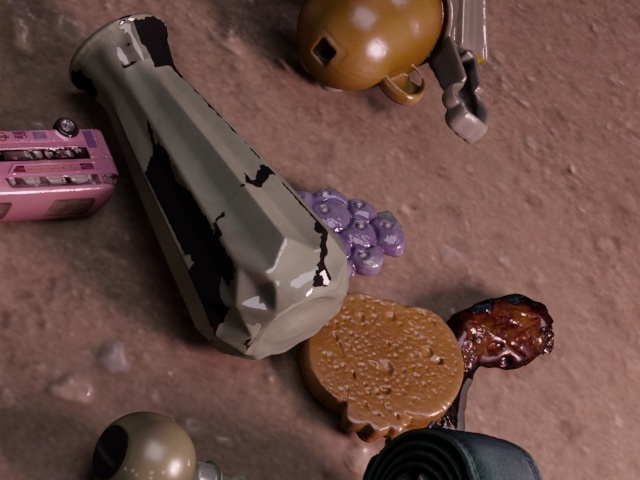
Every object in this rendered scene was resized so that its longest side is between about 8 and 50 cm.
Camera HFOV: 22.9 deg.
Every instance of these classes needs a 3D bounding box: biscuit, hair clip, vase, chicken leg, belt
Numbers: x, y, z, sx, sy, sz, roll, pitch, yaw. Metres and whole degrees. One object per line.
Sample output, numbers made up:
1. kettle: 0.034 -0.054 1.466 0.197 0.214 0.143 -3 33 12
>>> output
1. biscuit: 0.059 0.134 1.600 0.170 0.050 0.170 8 54 -12
2. hair clip: 0.000 0.002 1.685 0.195 0.052 0.124 -17 57 -34
3. vase: -0.117 -0.058 1.572 0.165 0.165 0.360 -14 61 -42
4. chicken leg: 0.171 0.125 1.697 0.106 0.051 0.253 50 46 2
5. belt: 0.119 0.296 1.402 0.116 0.206 0.267 12 62 -29

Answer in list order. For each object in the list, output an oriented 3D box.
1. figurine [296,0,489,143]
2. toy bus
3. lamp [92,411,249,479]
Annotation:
1. figurine: 0.075 -0.263 1.861 0.343 0.167 0.285 27 32 15
2. toy bus: -0.291 -0.065 1.512 0.203 0.063 0.090 -4 59 -39
3. lamp: -0.123 0.209 1.400 0.163 0.091 0.091 28 42 -37
